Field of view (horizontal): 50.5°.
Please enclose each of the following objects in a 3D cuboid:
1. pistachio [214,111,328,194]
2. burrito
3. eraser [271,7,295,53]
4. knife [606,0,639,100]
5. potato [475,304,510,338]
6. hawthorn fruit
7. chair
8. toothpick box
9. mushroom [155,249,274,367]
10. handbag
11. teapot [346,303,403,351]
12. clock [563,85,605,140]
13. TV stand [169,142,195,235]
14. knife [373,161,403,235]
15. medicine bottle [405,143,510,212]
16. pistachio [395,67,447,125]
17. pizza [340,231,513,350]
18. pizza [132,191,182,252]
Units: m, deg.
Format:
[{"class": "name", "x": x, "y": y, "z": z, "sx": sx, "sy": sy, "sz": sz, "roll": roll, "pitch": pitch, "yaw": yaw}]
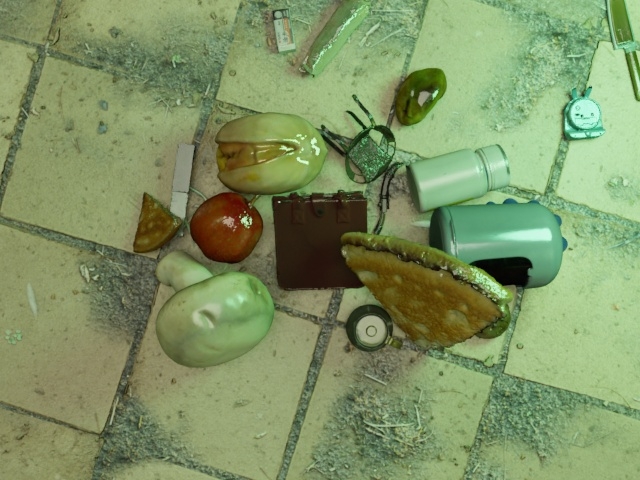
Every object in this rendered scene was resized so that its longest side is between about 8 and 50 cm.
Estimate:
[{"class": "pistachio", "x": -0.136, "y": -0.230, "z": 1.818, "sx": 0.308, "sy": 0.230, "sz": 0.230, "roll": -6, "pitch": 88, "yaw": 16}, {"class": "burrito", "x": 0.037, "y": -0.574, "z": 1.905, "sx": 0.082, "sy": 0.059, "sz": 0.275, "roll": 35, "pitch": 89, "yaw": 8}, {"class": "eraser", "x": -0.104, "y": -0.594, "z": 1.919, "sx": 0.052, "sy": 0.029, "sz": 0.122, "roll": -9, "pitch": 89, "yaw": 0}, {"class": "knife", "x": 0.861, "y": -0.560, "z": 1.918, "sx": 0.061, "sy": 0.027, "sz": 0.343, "roll": -12, "pitch": 88, "yaw": 4}, {"class": "potato", "x": 0.444, "y": 0.227, "z": 1.865, "sx": 0.171, "sy": 0.089, "sz": 0.101, "roll": -5, "pitch": 91, "yaw": -1}, {"class": "hawthorn fruit", "x": -0.233, "y": -0.049, "z": 1.806, "sx": 0.196, "sy": 0.196, "sz": 0.225, "roll": 48, "pitch": 117, "yaw": 1}, {"class": "chair", "x": 0.107, "y": -0.265, "z": 1.856, "sx": 0.174, "sy": 0.149, "sz": 0.213, "roll": -44, "pitch": 94, "yaw": -5}, {"class": "toothpick box", "x": 0.481, "y": 0.006, "z": 1.805, "sx": 0.354, "sy": 0.263, "sz": 0.263, "roll": -3, "pitch": 88, "yaw": -1}, {"class": "mushroom", "x": -0.300, "y": 0.206, "z": 1.772, "sx": 0.355, "sy": 0.315, "sz": 0.316, "roll": 2, "pitch": 88, "yaw": 29}, {"class": "handbag", "x": 0.000, "y": 0.001, "z": 1.828, "sx": 0.259, "sy": 0.084, "sz": 0.276, "roll": -1, "pitch": 115, "yaw": 1}, {"class": "teapot", "x": 0.151, "y": 0.250, "z": 1.850, "sx": 0.165, "sy": 0.119, "sz": 0.130, "roll": 29, "pitch": 89, "yaw": 0}, {"class": "clock", "x": 0.737, "y": -0.358, "z": 1.904, "sx": 0.108, "sy": 0.045, "sz": 0.147, "roll": -5, "pitch": 88, "yaw": -1}, {"class": "TV stand", "x": -0.390, "y": -0.142, "z": 1.901, "sx": 0.048, "sy": 0.040, "sz": 0.257, "roll": 7, "pitch": 88, "yaw": -1}, {"class": "knife", "x": 0.181, "y": -0.120, "z": 1.909, "sx": 0.045, "sy": 0.021, "sz": 0.222, "roll": 18, "pitch": 88, "yaw": -3}, {"class": "medicine bottle", "x": 0.374, "y": -0.173, "z": 1.850, "sx": 0.257, "sy": 0.143, "sz": 0.144, "roll": -16, "pitch": 88, "yaw": 1}, {"class": "pistachio", "x": 0.275, "y": -0.408, "z": 1.878, "sx": 0.110, "sy": 0.100, "sz": 0.189, "roll": 40, "pitch": 90, "yaw": -3}, {"class": "pizza", "x": 0.289, "y": 0.126, "z": 1.694, "sx": 0.435, "sy": 0.391, "sz": 0.080, "roll": 49, "pitch": 57, "yaw": -25}, {"class": "pizza", "x": -0.471, "y": -0.051, "z": 1.890, "sx": 0.184, "sy": 0.036, "sz": 0.176, "roll": -41, "pitch": 60, "yaw": 21}]
